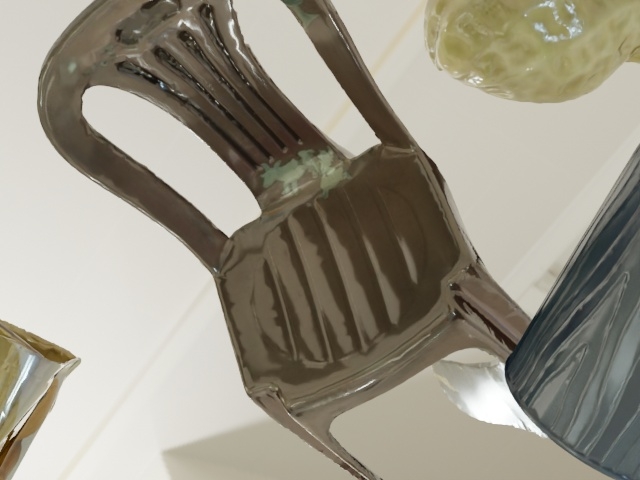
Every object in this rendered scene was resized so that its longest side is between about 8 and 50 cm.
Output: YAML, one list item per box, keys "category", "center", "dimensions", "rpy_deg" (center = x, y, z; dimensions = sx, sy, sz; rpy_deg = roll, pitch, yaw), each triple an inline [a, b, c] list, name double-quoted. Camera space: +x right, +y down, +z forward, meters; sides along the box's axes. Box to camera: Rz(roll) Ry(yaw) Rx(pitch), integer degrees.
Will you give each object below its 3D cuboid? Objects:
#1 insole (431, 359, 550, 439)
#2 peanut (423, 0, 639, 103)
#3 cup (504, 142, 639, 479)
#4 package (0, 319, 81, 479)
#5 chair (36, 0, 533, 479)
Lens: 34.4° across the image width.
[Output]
- category: "insole"
  center: [0.156, 0.124, 0.834]
  dimensions: [0.081, 0.011, 0.248]
  rpy_deg: [56, 161, -9]
- category: "peanut"
  center: [0.229, -0.197, 0.873]
  dimensions: [0.305, 0.147, 0.147]
  rpy_deg: [-19, -132, -19]
- category: "cup"
  center: [0.187, 0.041, 0.501]
  dimensions: [0.150, 0.138, 0.113]
  rpy_deg: [28, -155, 9]
- category: "package"
  center: [-0.346, 0.195, 0.829]
  dimensions: [0.165, 0.311, 0.221]
  rpy_deg: [28, 173, -5]
- category: "chair"
  center: [0.000, 0.000, 0.611]
  dimensions: [0.326, 0.175, 0.183]
  rpy_deg: [40, -157, -51]
